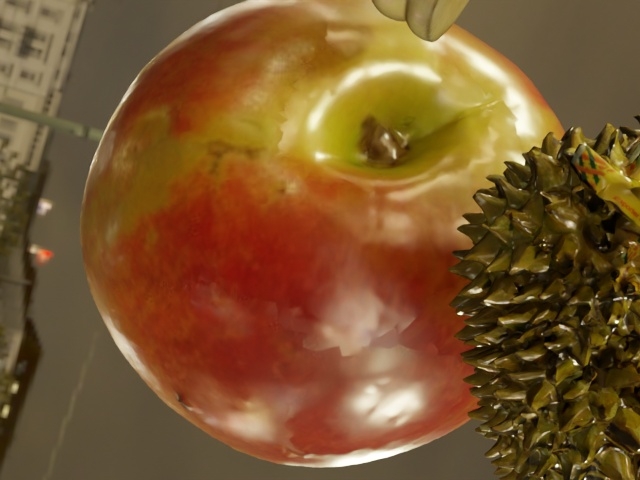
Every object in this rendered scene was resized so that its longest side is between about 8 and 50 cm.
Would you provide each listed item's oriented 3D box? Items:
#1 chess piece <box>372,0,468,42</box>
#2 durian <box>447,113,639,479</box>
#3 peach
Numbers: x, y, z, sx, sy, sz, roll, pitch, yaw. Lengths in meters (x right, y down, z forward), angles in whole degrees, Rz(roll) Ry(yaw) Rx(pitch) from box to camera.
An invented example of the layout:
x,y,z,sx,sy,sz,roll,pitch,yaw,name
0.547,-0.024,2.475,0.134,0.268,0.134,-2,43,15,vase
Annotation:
x,y,z,sx,sy,sz,roll,pitch,yaw,name
0.019,-0.201,0.700,0.094,0.170,0.094,-56,170,-15,chess piece
0.193,0.041,0.607,0.258,0.293,0.258,-6,-97,48,durian
0.000,0.000,0.892,0.388,0.388,0.388,-47,-145,49,peach
